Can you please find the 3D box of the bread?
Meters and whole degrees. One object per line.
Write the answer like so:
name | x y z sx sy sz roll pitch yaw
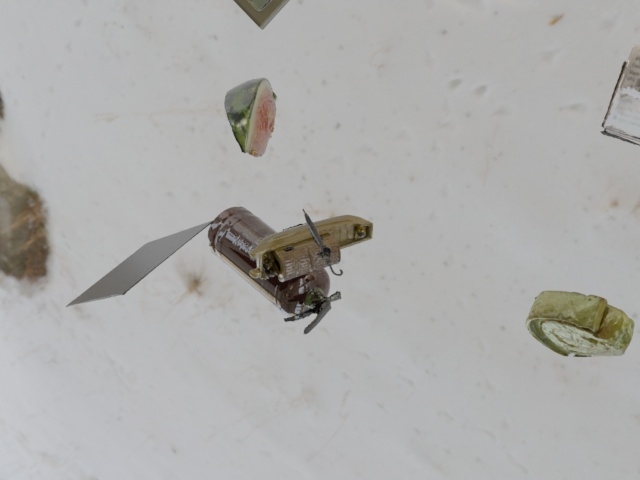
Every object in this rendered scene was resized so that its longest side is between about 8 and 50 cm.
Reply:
bread | 0.374 0.119 1.168 0.117 0.064 0.156 39 156 -30

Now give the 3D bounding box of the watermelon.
watermelon | -0.102 -0.194 1.292 0.063 0.245 0.119 -14 101 7

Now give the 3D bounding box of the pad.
pad | -0.316 0.044 1.399 0.300 0.202 0.005 -14 114 55

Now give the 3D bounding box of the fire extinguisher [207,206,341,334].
fire extinguisher | -0.087 0.059 1.529 0.337 0.135 0.114 35 143 40

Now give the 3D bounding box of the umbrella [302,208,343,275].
umbrella | -0.004 0.000 1.222 0.148 0.022 0.022 58 136 38

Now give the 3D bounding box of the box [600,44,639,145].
box | 0.449 -0.106 0.814 0.203 0.252 0.106 35 112 57

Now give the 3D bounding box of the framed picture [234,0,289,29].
framed picture | -0.046 -0.416 0.974 0.192 0.018 0.265 45 100 3

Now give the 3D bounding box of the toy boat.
toy boat | -0.012 0.014 1.371 0.088 0.226 0.068 -127 28 -44
